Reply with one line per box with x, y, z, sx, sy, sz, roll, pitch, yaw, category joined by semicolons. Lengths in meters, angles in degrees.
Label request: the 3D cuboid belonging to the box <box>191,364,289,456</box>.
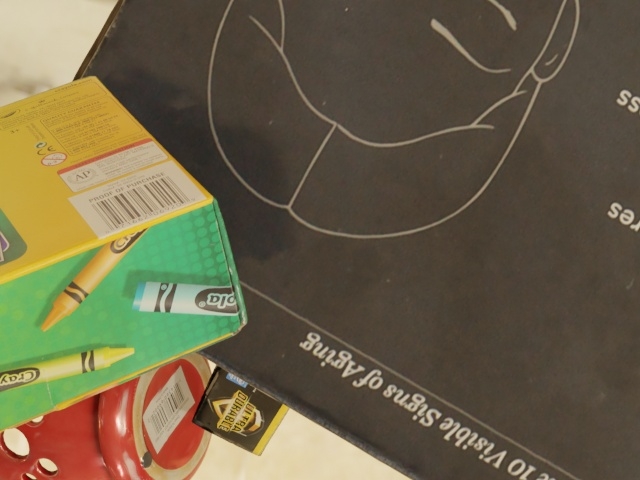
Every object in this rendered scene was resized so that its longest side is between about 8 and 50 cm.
0.000;0.000;1.760;0.079;0.322;0.257;26;141;-5;box

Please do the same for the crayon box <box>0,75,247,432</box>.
-0.197;0.026;0.938;0.278;0.165;0.081;-22;123;-17;crayon box

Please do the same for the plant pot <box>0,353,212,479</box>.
-0.205;0.161;1.842;0.174;0.191;0.191;3;127;30;plant pot

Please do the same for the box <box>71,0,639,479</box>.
0.128;-0.099;1.247;0.480;0.297;0.472;31;95;-1;box
